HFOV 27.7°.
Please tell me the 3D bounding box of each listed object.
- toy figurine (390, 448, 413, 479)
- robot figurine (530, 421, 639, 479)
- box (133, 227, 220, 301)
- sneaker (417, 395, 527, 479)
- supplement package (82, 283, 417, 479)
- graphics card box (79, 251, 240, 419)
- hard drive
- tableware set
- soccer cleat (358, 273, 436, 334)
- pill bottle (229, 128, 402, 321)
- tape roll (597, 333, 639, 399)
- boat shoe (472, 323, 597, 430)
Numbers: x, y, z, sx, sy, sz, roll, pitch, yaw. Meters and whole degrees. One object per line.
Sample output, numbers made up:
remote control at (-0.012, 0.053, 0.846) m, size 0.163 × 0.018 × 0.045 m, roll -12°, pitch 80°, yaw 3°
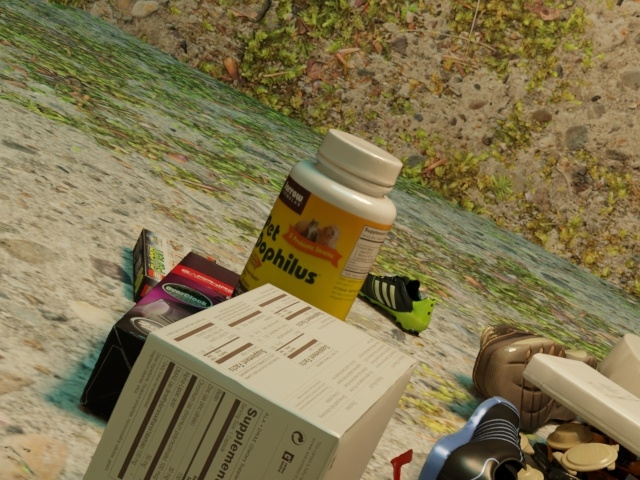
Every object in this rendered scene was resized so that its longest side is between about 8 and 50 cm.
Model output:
toy figurine at (0.168, 0.290, 0.960) m, size 0.363 × 0.191 × 0.217 m, roll 28°, pitch 7°, yaw 6°
robot figurine at (0.394, 0.311, 1.568) m, size 0.211 × 0.085 × 0.291 m, roll 15°, pitch 16°, yaw -47°
box at (-0.178, 0.048, 1.635) m, size 0.114 × 0.036 × 0.207 m, roll 23°, pitch 12°, yaw -14°
sneaker at (0.190, 0.243, 1.440) m, size 0.090 × 0.081 × 0.232 m, roll 28°, pitch 22°, yaw 20°
supplement package at (-0.056, 0.166, 0.950) m, size 0.145 × 0.204 × 0.262 m, roll 27°, pitch 12°, yaw 12°
graphics card box at (-0.085, 0.128, 1.340) m, size 0.233 × 0.094 × 0.371 m, roll 27°, pitch 13°, yaw 1°
hard drive at (0.409, 0.240, 1.581) m, size 0.307 × 0.040 × 0.203 m, roll 35°, pitch 9°, yaw 29°
tableware set at (0.262, 0.251, 1.516) m, size 0.169 × 0.020 × 0.141 m, roll -11°, pitch 16°, yaw 2°
soccer cleat at (0.115, 0.080, 2.026) m, size 0.060 × 0.072 × 0.179 m, roll 14°, pitch 16°, yaw -44°
pill bottle at (0.000, 0.000, 1.314) m, size 0.117 × 0.215 × 0.117 m, roll 25°, pitch 11°, yaw -5°
tape roll at (0.580, 0.289, 1.913) m, size 0.392 × 0.072 × 0.392 m, roll 37°, pitch 12°, yaw -9°
boat shoe at (0.275, 0.187, 1.822) m, size 0.130 × 0.132 × 0.355 m, roll 21°, pitch -1°, yaw 29°
